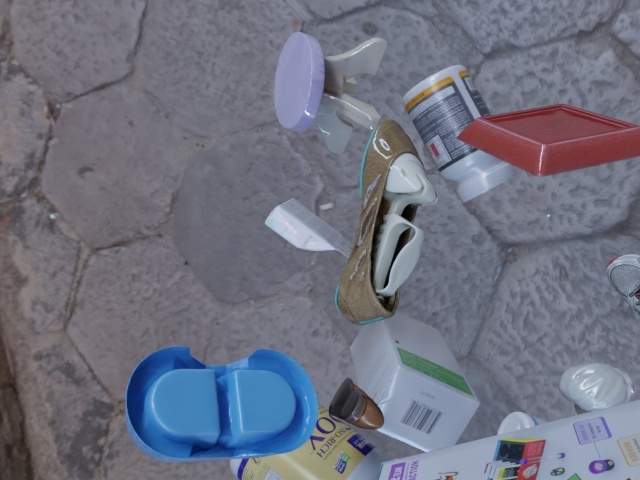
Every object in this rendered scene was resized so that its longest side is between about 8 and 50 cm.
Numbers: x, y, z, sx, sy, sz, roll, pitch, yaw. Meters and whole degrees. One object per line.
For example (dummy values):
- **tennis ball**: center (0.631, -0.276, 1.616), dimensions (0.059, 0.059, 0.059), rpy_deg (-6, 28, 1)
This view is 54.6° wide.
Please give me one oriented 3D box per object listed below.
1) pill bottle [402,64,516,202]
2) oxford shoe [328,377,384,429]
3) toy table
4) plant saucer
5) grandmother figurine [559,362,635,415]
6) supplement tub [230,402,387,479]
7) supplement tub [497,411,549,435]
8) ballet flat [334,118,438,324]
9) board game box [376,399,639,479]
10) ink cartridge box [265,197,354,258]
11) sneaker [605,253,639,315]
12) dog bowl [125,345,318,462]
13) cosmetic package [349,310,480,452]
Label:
- **pill bottle**: center (0.314, -0.237, 1.394), dimensions (0.162, 0.162, 0.278), rpy_deg (-28, 88, 19)
- **oxford shoe**: center (0.067, 0.316, 1.171), dimensions (0.076, 0.212, 0.076), rpy_deg (32, 86, -8)
- **toy table**: center (0.015, -0.305, 1.247), dimensions (0.274, 0.161, 0.252), rpy_deg (-100, 29, -43)
- **plant saucer**: center (0.426, -0.196, 1.134), dimensions (0.259, 0.259, 0.047), rpy_deg (-12, 118, -16)
- **grandmother figurine**: center (0.462, 0.310, 0.880), dimensions (0.342, 0.104, 0.208), rpy_deg (50, 152, -8)
- **supplement tub**: center (-0.004, 0.507, 1.350), dimensions (0.331, 0.241, 0.241), rpy_deg (33, 103, 21)
- **supplement tub**: center (0.294, 0.274, 0.817), dimensions (0.107, 0.071, 0.071), rpy_deg (23, 101, -13)
- **ballet flat**: center (0.115, -0.032, 0.973), dimensions (0.124, 0.116, 0.342), rpy_deg (2, 72, 50)
- **board game box**: center (0.179, 0.201, 0.420), dimensions (0.317, 0.242, 0.064), rpy_deg (-20, 94, 17)
- **ink cartridge box**: center (0.000, 0.000, 1.321), dimensions (0.225, 0.181, 0.056), rpy_deg (39, 101, 0)
- **sneaker**: center (0.552, 0.109, 0.983), dimensions (0.225, 0.093, 0.088), rpy_deg (45, 123, 18)
- **dog bowl**: center (-0.151, 0.253, 0.938), dimensions (0.074, 0.297, 0.165), rpy_deg (-49, 43, 45)
- **cosmetic package**: center (0.193, 0.297, 1.387), dimensions (0.197, 0.365, 0.155), rpy_deg (25, 103, -9)
